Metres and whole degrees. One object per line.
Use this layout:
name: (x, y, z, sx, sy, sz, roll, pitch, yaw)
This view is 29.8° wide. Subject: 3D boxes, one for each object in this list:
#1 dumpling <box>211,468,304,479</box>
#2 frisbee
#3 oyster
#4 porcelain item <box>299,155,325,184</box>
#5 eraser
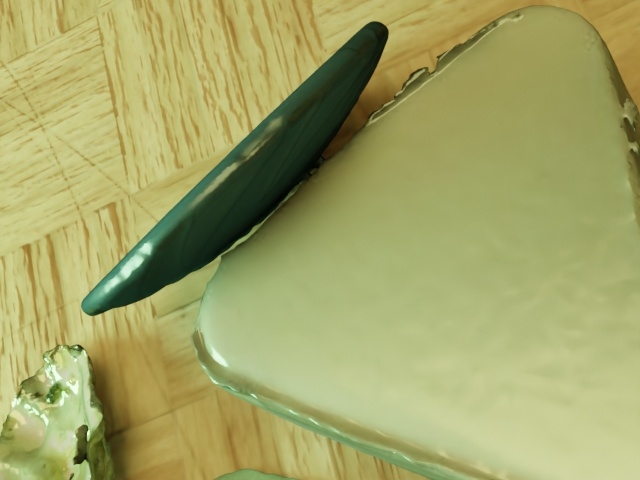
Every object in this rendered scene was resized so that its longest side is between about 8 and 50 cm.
dumpling: (-0.063, 0.219, 0.803, 0.219, 0.108, 0.152, -6, 68, 22)
frisbee: (-0.049, -0.039, 0.839, 0.289, 0.289, 0.049, -44, 95, 5)
oyster: (-0.195, 0.173, 0.919, 0.133, 0.072, 0.209, -45, 37, 12)
porcelain item: (0.000, 0.000, 0.912, 0.075, 0.021, 0.136, 9, 75, 25)
eraser: (0.077, 0.044, 0.783, 0.331, 0.150, 0.331, -9, 67, 21)
